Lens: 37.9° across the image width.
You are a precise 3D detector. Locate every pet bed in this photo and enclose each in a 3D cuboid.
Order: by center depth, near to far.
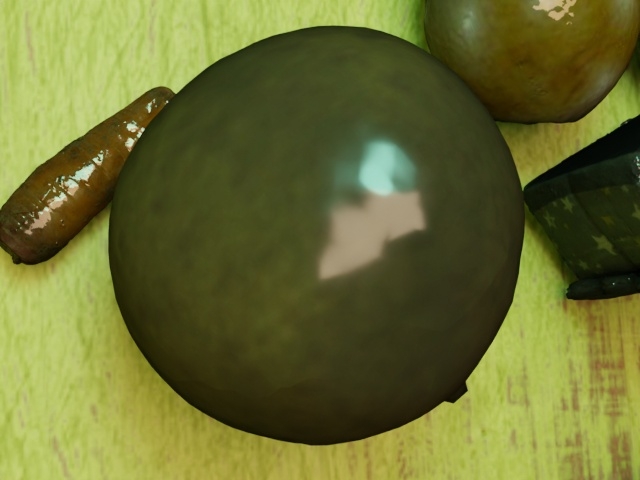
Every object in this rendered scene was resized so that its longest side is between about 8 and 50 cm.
[{"bbox_3d":[0.299,-0.025,0.759,0.183,0.211,0.159,-32,92,-18],"label":"pet bed"}]

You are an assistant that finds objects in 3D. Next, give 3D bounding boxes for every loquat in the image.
[{"bbox_3d":[0.174,-0.207,0.779,0.179,0.179,0.227,-3,90,-15],"label":"loquat"}]

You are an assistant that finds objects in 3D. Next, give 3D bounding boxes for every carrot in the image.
[{"bbox_3d":[-0.176,-0.056,0.725,0.060,0.060,0.186,44,71,-4],"label":"carrot"}]

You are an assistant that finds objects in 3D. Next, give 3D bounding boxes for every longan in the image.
[{"bbox_3d":[-0.002,-0.002,0.636,0.297,0.297,0.297,2,80,-14],"label":"longan"}]
